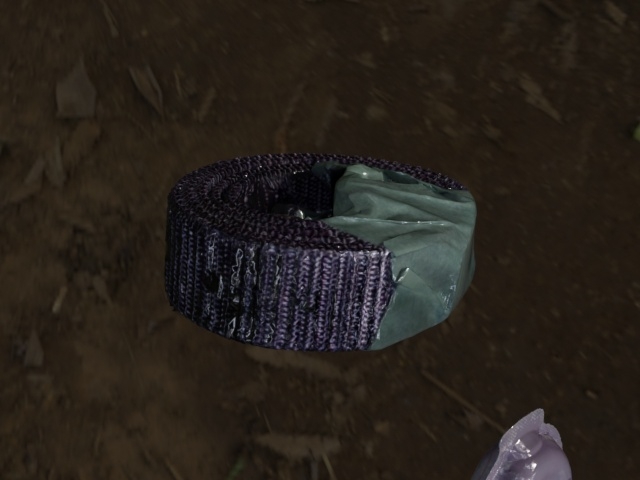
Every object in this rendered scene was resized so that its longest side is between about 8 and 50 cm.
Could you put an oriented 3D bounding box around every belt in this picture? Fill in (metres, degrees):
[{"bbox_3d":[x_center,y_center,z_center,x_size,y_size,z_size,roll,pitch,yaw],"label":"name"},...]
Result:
[{"bbox_3d":[0.000,0.000,1.337,0.260,0.325,0.122,9,106,12],"label":"belt"}]

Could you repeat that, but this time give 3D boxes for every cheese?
[{"bbox_3d":[0.126,0.194,1.015,0.105,0.042,0.191,-27,127,-41],"label":"cheese"}]
